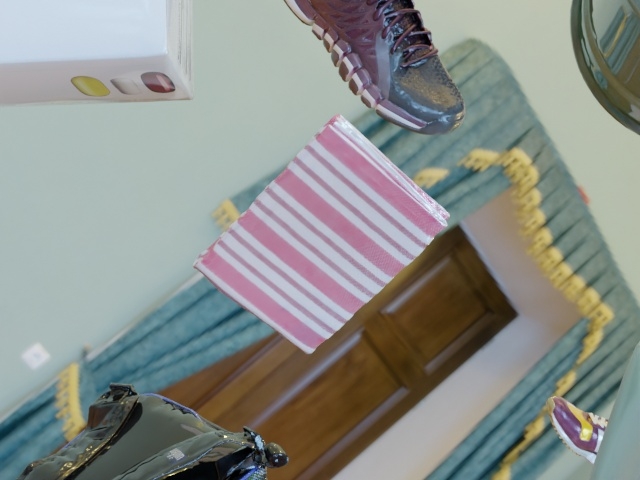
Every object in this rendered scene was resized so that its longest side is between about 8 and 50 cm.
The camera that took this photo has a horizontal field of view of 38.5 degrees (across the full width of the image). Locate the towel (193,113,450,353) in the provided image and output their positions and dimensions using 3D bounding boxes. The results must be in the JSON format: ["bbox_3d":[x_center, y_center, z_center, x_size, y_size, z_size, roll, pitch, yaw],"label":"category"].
[{"bbox_3d":[0.000,0.000,0.828,0.144,0.197,0.029,41,19,-14],"label":"towel"}]

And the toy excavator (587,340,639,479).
[{"bbox_3d":[0.161,0.146,0.311,0.433,0.445,0.222,-111,-150,-68],"label":"toy excavator"}]

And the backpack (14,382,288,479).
[{"bbox_3d":[-0.201,0.297,0.934,0.276,0.263,0.213,7,-66,45],"label":"backpack"}]

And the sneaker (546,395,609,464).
[{"bbox_3d":[0.372,0.251,1.187,0.185,0.084,0.069,42,22,-18],"label":"sneaker"}]

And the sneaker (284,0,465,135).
[{"bbox_3d":[0.072,-0.253,0.990,0.281,0.106,0.162,48,-40,15],"label":"sneaker"}]

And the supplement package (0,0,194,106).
[{"bbox_3d":[-0.256,-0.237,0.834,0.145,0.262,0.204,79,9,-83],"label":"supplement package"}]

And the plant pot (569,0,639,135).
[{"bbox_3d":[0.434,-0.279,0.968,0.341,0.341,0.334,49,12,12],"label":"plant pot"}]
